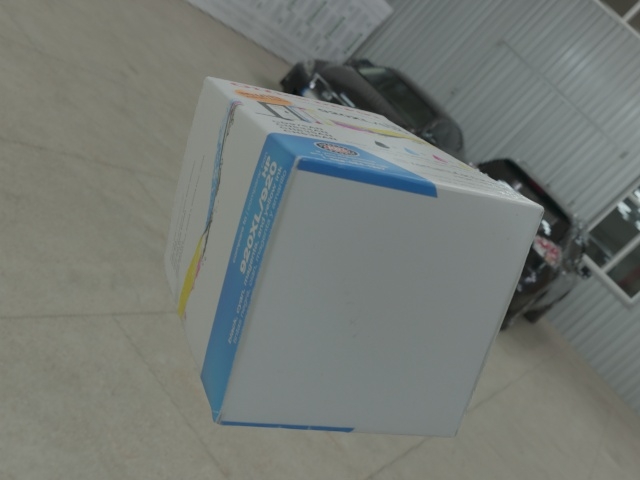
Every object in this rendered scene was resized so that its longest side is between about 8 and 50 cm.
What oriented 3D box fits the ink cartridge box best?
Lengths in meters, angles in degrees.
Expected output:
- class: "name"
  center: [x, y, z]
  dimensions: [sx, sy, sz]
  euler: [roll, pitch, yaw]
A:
- class: "ink cartridge box"
  center: [0.000, 0.000, 0.527]
  dimensions: [0.171, 0.168, 0.233]
  euler: [9, 18, -24]
